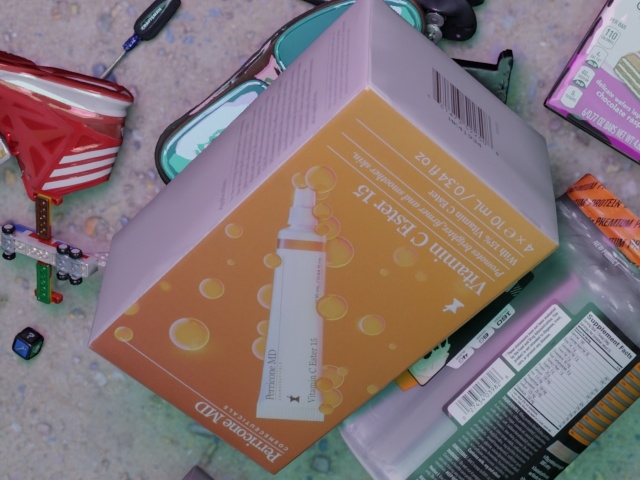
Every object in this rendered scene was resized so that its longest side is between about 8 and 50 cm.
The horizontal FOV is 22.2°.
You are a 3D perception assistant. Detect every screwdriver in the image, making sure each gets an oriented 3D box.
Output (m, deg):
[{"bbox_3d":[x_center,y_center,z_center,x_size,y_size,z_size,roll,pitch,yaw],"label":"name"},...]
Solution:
[{"bbox_3d":[-0.194,-0.170,1.535,0.170,0.024,0.025,-43,120,8],"label":"screwdriver"}]

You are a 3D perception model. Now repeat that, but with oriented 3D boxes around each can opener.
[{"bbox_3d":[0.057,-0.221,1.501,0.186,0.073,0.059,9,134,7],"label":"can opener"}]

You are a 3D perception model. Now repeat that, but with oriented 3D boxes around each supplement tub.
[{"bbox_3d":[0.177,0.103,1.441,0.193,0.193,0.316,45,96,0],"label":"supplement tub"}]

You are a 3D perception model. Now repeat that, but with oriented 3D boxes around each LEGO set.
[{"bbox_3d":[-0.303,-0.012,1.531,0.182,0.060,0.244,-28,96,38],"label":"LEGO set"}]

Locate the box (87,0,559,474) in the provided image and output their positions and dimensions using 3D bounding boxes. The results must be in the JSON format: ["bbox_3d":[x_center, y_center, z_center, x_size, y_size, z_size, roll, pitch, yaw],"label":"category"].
[{"bbox_3d":[0.000,0.000,1.378,0.215,0.168,0.345,37,118,-21],"label":"box"}]

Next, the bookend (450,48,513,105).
[{"bbox_3d":[0.086,-0.103,1.482,0.157,0.072,0.156,8,103,4],"label":"bookend"}]

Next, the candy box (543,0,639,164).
[{"bbox_3d":[0.328,-0.180,1.467,0.159,0.071,0.233,31,96,2],"label":"candy box"}]

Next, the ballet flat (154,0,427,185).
[{"bbox_3d":[-0.030,-0.140,1.486,0.280,0.096,0.095,-31,93,6],"label":"ballet flat"}]

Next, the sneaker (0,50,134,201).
[{"bbox_3d":[-0.291,-0.105,1.517,0.221,0.087,0.128,16,102,12],"label":"sneaker"}]

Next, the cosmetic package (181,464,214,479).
[{"bbox_3d":[-0.167,0.416,1.515,0.197,0.155,0.365,39,95,-2],"label":"cosmetic package"}]
